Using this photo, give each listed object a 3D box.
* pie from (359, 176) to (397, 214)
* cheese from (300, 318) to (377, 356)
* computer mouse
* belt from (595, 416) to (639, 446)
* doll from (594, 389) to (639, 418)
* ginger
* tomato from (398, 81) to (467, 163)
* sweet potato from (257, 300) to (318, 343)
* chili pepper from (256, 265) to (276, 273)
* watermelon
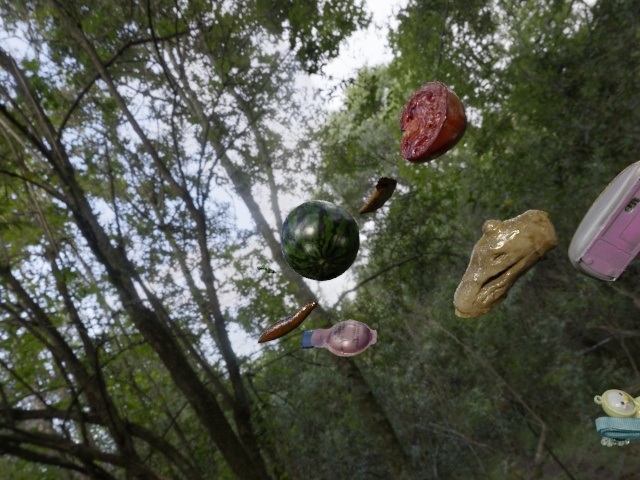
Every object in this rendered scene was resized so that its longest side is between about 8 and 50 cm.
[{"bbox_3d":[0.171,-0.125,1.219,0.088,0.033,0.191,-24,-18,-21],"label":"pie"},{"bbox_3d":[0.068,0.365,1.657,0.286,0.074,0.188,-6,31,10],"label":"cheese"},{"bbox_3d":[0.734,-0.045,1.064,0.310,0.158,0.072,-62,6,18],"label":"computer mouse"},{"bbox_3d":[0.944,0.580,1.343,0.179,0.100,0.065,-14,34,34],"label":"belt"},{"bbox_3d":[1.102,0.576,1.504,0.117,0.297,0.141,91,-164,-44],"label":"doll"},{"bbox_3d":[0.474,0.064,1.171,0.353,0.190,0.126,-58,9,10],"label":"ginger"},{"bbox_3d":[0.325,-0.318,1.238,0.140,0.232,0.200,14,-19,-25],"label":"tomato"},{"bbox_3d":[-0.112,0.285,1.495,0.265,0.057,0.057,-33,-16,17],"label":"sweet potato"},{"bbox_3d":[-0.212,0.114,1.729,0.022,0.083,0.027,-43,-39,-55],"label":"chili pepper"},{"bbox_3d":[0.000,0.000,1.560,0.285,0.285,0.285,-29,-17,-10],"label":"watermelon"}]
